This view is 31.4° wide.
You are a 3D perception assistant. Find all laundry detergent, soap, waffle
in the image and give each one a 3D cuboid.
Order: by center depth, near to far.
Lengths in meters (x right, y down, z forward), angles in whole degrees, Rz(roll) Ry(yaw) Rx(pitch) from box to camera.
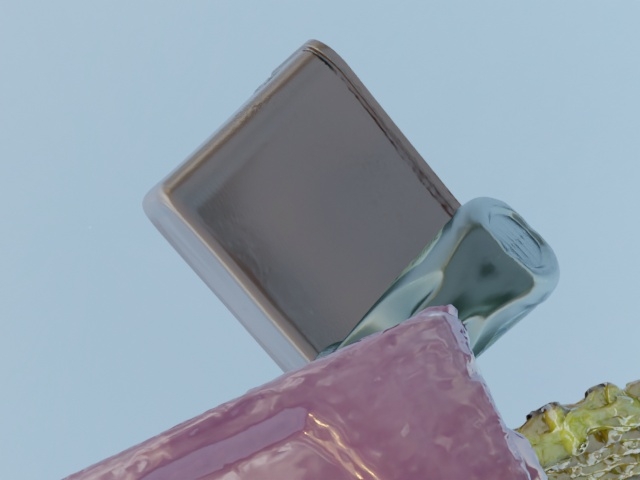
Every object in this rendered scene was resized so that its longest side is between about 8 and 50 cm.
[{"bbox_3d":[0.014,0.210,0.371,0.233,0.359,0.128,-25,-52,4],"label":"soap"},{"bbox_3d":[0.046,0.072,0.713,0.078,0.144,0.221,46,-72,5],"label":"laundry detergent"},{"bbox_3d":[0.250,0.181,0.993,0.243,0.238,0.058,-28,-120,19],"label":"waffle"}]

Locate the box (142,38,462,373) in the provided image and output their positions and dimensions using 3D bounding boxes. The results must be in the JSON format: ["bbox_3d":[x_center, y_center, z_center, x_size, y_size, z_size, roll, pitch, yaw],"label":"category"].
[{"bbox_3d":[0.000,0.000,1.225,0.229,0.239,0.339,-43,-82,-13],"label":"box"}]

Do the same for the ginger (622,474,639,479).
[{"bbox_3d":[0.350,0.388,1.238,0.155,0.244,0.304,-8,-101,-26],"label":"ginger"}]
